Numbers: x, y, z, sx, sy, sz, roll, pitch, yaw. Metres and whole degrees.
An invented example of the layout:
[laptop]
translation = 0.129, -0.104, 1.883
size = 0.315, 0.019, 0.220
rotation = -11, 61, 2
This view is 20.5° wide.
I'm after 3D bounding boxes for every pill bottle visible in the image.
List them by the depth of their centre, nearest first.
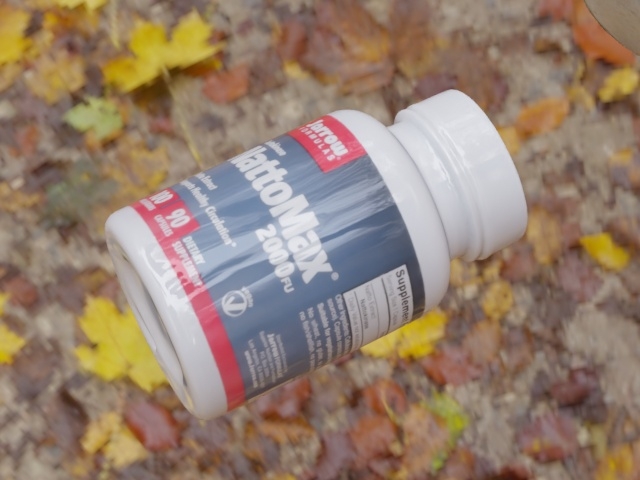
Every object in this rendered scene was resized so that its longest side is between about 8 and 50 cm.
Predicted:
[pill bottle]
translation = 0.000, 0.000, 0.836
size = 0.180, 0.108, 0.108
rotation = -26, 60, -13

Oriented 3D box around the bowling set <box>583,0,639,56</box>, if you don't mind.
[bowling set]
translation = 0.023, -0.180, 0.280
size = 0.287, 0.200, 0.154
rotation = 37, 74, 5
